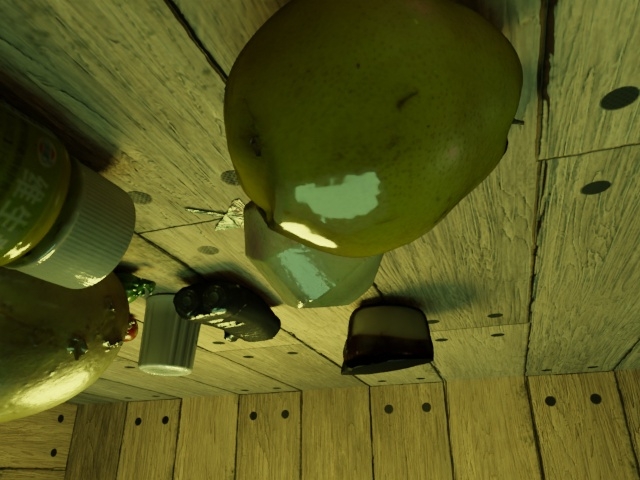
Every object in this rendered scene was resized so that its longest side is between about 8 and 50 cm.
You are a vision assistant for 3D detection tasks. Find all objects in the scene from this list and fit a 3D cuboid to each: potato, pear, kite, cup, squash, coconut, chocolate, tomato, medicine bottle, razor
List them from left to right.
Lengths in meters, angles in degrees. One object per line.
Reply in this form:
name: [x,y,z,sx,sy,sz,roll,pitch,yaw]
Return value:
medicine bottle: [-0.460,-0.078,0.688,0.224,0.225,0.384,-12,153,23]
potato: [-0.583,0.158,1.054,0.319,0.386,0.442,-2,163,-44]
squash: [-0.591,0.128,1.255,0.378,0.102,0.101,-4,154,5]
tomato: [-0.612,0.272,1.572,0.087,0.087,0.075,2,151,-4]
cup: [-0.412,0.282,1.456,0.166,0.202,0.221,-13,151,29]
kite: [-0.188,-0.050,0.993,0.152,0.005,0.137,14,149,-26]
razor: [-0.242,0.195,1.386,0.189,0.107,0.327,-10,154,17]
coconut: [0.000,0.000,0.854,0.259,0.260,0.259,0,154,0]
pear: [0.064,-0.130,0.541,0.336,0.285,0.285,-21,151,8]
chocolate: [0.184,0.285,1.491,0.283,0.186,0.284,-8,158,-3]

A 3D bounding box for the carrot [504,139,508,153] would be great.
carrot: [0.218,-0.116,0.776,0.082,0.082,0.173,5,153,-12]
